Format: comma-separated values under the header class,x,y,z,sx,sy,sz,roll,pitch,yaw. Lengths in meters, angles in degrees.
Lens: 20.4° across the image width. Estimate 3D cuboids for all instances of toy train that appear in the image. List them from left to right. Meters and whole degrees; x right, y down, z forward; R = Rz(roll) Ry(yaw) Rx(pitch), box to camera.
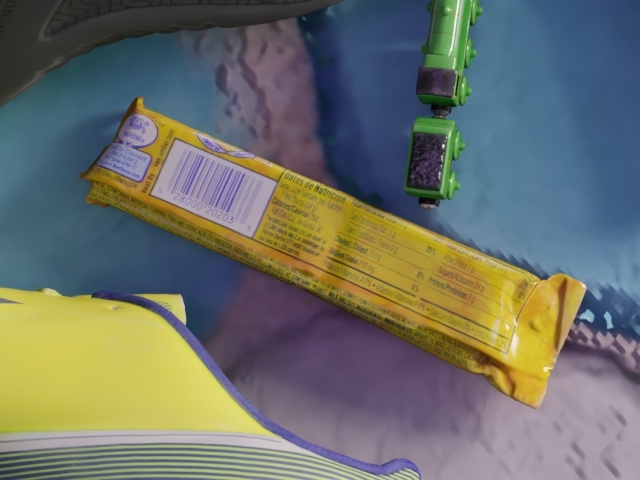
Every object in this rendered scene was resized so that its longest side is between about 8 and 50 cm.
class,x,y,z,sx,sy,sz,roll,pitch,yaw
toy train,0.037,-0.051,0.536,0.017,0.024,0.083,6,83,12

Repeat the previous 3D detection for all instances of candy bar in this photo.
class,x,y,z,sx,sy,sz,roll,pitch,yaw
candy bar,0.000,0.000,0.539,0.161,0.018,0.040,24,83,14

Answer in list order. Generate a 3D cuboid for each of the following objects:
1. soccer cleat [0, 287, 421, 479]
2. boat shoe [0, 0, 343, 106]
class,x,y,z,sx,sy,sz,roll,pitch,yaw
soccer cleat,-0.104,0.049,0.532,0.289,0.093,0.121,27,57,18
boat shoe,-0.069,-0.117,0.524,0.320,0.118,0.103,-23,60,14
